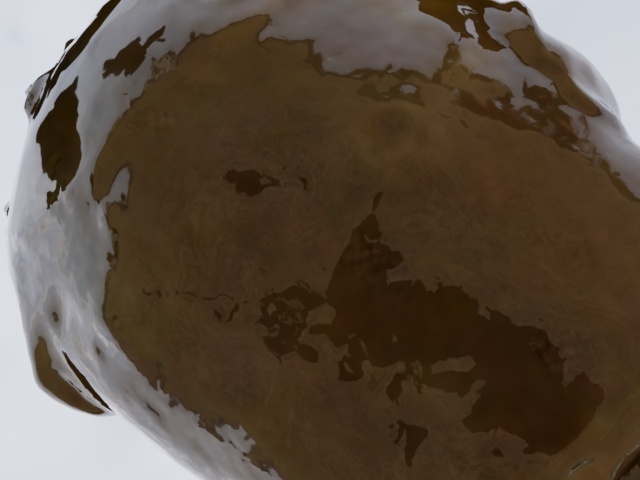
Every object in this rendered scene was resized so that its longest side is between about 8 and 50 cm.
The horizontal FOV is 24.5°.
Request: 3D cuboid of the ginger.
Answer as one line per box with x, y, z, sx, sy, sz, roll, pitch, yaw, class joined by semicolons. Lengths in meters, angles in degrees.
0.002;-0.004;0.535;0.223;0.269;0.201;18;-84;-20;ginger
